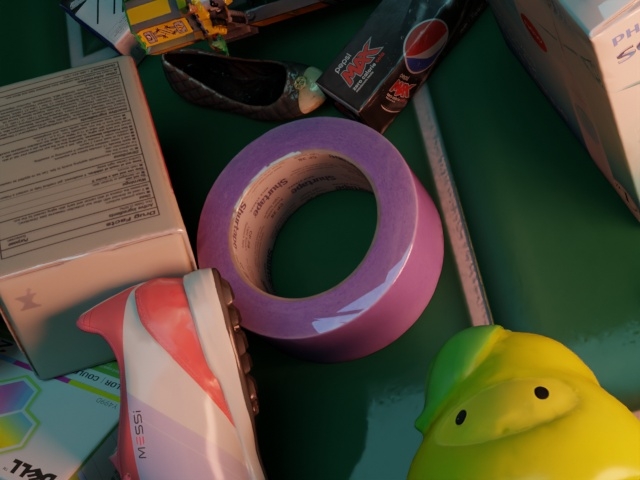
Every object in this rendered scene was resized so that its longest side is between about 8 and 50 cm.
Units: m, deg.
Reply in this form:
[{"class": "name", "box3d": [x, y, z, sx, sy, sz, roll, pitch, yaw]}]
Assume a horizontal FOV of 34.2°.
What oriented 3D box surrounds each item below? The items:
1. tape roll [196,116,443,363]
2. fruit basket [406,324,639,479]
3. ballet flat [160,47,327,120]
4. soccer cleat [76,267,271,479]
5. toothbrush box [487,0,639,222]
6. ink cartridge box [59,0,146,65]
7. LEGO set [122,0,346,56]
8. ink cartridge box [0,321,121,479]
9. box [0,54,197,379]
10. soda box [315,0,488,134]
[{"class": "tape roll", "box3d": [0.000, 0.000, 0.849, 0.189, 0.080, 0.189, -8, 67, 19]}, {"class": "fruit basket", "box3d": [0.151, 0.219, 0.613, 0.392, 0.283, 0.392, -1, 86, 15]}, {"class": "ballet flat", "box3d": [-0.071, -0.144, 0.953, 0.173, 0.049, 0.057, 9, 74, 25]}, {"class": "soccer cleat", "box3d": [-0.088, 0.184, 0.755, 0.116, 0.108, 0.318, -13, 87, -3]}, {"class": "toothbrush box", "box3d": [0.199, -0.168, 0.708, 0.126, 0.295, 0.216, -33, 62, 7]}, {"class": "ink cartridge box", "box3d": [-0.159, -0.284, 1.047, 0.097, 0.046, 0.207, 38, 87, 28]}, {"class": "LEGO set", "box3d": [-0.065, -0.316, 0.883, 0.192, 0.255, 0.331, -14, 86, 17]}, {"class": "ink cartridge box", "box3d": [-0.261, 0.198, 0.805, 0.188, 0.097, 0.255, 13, 43, 27]}, {"class": "box", "box3d": [-0.194, -0.025, 0.864, 0.148, 0.127, 0.232, -16, 48, -7]}, {"class": "soda box", "box3d": [0.075, -0.176, 0.902, 0.060, 0.053, 0.169, 38, 88, 30]}]
